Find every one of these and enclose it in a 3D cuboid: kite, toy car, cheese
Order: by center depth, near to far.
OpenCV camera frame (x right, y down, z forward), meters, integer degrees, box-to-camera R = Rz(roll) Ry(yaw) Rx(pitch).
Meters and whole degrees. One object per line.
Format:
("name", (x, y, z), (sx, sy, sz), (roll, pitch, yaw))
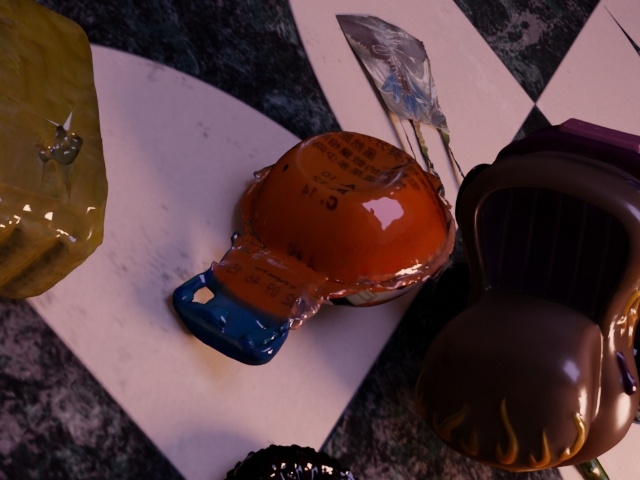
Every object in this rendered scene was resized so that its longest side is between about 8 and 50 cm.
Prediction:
("cheese", (0.000, 0.000, 1.195), (0.217, 0.129, 0.329), (27, 43, 22))
("toy car", (0.218, 0.063, 1.253), (0.271, 0.340, 0.240), (17, 20, 24))
("kite", (0.127, -0.151, 1.581), (0.169, 0.015, 0.310), (2, 60, -51))

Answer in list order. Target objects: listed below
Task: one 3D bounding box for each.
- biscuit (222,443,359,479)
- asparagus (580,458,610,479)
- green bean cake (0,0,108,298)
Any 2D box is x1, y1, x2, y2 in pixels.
("biscuit", (-0.009, 0.254, 1.046), (0.194, 0.053, 0.194), (31, 41, -31))
("asparagus", (0.304, 0.255, 1.450), (0.021, 0.025, 0.108), (-35, 94, -36))
("green bean cake", (-0.275, -0.090, 0.950), (0.233, 0.124, 0.236), (18, 50, -42))
